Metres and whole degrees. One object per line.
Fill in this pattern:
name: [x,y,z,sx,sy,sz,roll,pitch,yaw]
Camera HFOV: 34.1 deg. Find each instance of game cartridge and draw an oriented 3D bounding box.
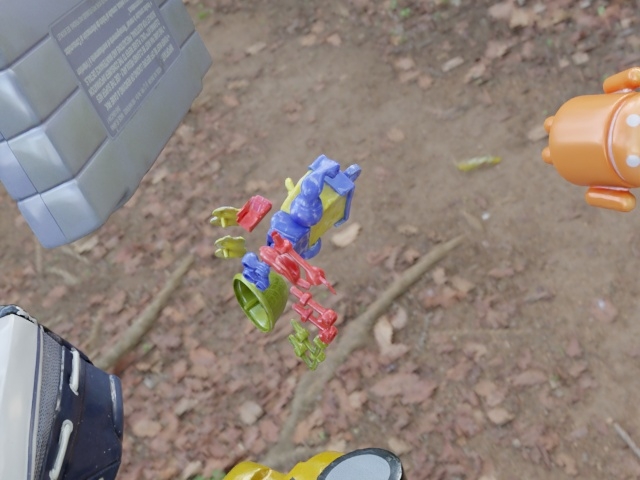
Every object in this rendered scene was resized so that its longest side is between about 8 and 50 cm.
game cartridge: [-0.179,-0.161,0.751,0.068,0.230,0.355,-17,22,14]

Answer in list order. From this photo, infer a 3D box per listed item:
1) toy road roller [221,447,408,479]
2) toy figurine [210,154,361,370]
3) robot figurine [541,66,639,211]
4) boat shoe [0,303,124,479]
toy road roller: [-0.039,0.360,1.064,0.240,0.203,0.329,6,37,44]
toy figurine: [0.000,0.000,1.403,0.191,0.362,0.217,35,69,13]
robot figurine: [0.392,-0.134,1.378,0.158,0.128,0.219,-52,28,-17]
boat shoe: [-0.245,0.226,0.887,0.127,0.158,0.341,-24,47,29]
